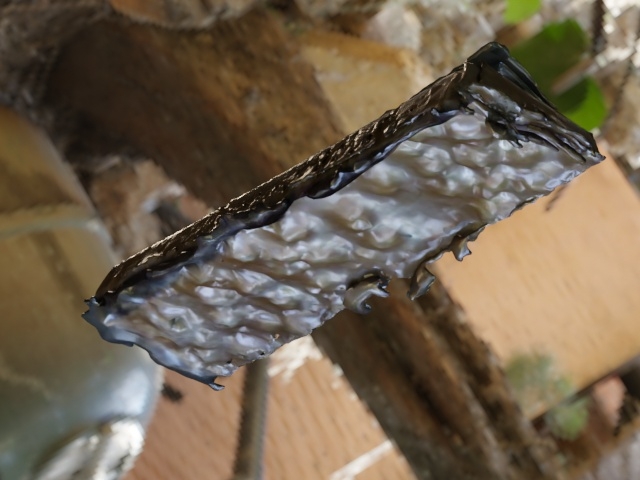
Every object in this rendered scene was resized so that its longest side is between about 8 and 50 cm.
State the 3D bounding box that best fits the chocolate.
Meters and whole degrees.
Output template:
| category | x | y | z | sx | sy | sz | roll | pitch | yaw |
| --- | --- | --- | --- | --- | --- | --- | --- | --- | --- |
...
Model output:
| category | x | y | z | sx | sy | sz | roll | pitch | yaw |
| --- | --- | --- | --- | --- | --- | --- | --- | --- | --- |
| chocolate | -0.001 | -0.006 | 0.793 | 0.102 | 0.065 | 0.329 | 31 | 143 | -26 |
